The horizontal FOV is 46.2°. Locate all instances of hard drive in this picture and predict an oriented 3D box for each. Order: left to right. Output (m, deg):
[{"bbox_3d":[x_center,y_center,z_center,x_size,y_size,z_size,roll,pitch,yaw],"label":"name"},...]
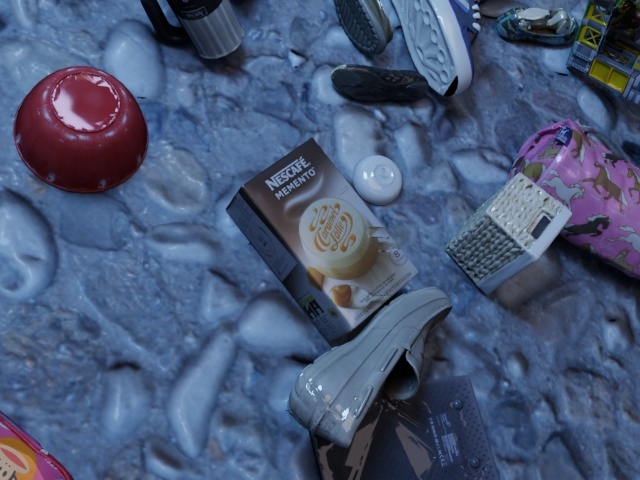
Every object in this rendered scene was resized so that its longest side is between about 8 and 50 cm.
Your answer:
[{"bbox_3d":[0.112,0.292,1.039,0.254,0.054,0.172,-10,76,-22],"label":"hard drive"}]

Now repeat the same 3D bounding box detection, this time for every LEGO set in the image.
[{"bbox_3d":[0.610,-0.394,1.334,0.192,0.255,0.331,38,48,26],"label":"LEGO set"}]

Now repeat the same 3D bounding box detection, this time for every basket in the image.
[{"bbox_3d":[0.278,-0.010,1.142,0.103,0.167,0.113,42,63,4],"label":"basket"}]

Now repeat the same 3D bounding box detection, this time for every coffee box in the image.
[{"bbox_3d":[0.000,0.000,1.070,0.141,0.098,0.246,-38,88,-26],"label":"coffee box"}]

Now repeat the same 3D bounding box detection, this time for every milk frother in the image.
[{"bbox_3d":[-0.182,-0.368,1.108,0.129,0.135,0.143,8,63,22],"label":"milk frother"}]

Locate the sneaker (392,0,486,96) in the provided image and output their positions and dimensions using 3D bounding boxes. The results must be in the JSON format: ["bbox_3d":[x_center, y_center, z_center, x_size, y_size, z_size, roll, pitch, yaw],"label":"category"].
[{"bbox_3d":[0.254,-0.410,1.280,0.236,0.130,0.323,-16,73,-20],"label":"sneaker"}]

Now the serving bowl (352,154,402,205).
[{"bbox_3d":[0.093,-0.099,1.177,0.083,0.027,0.083,7,70,-18],"label":"serving bowl"}]

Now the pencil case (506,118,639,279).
[{"bbox_3d":[0.503,-0.046,1.239,0.386,0.167,0.160,31,32,-8],"label":"pencil case"}]

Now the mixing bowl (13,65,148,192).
[{"bbox_3d":[-0.318,-0.164,1.011,0.181,0.098,0.182,6,72,-18],"label":"mixing bowl"}]

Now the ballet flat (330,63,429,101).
[{"bbox_3d":[0.095,-0.257,1.228,0.173,0.058,0.049,4,31,-20],"label":"ballet flat"}]

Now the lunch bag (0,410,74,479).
[{"bbox_3d":[-0.445,0.284,0.813,0.293,0.120,0.258,40,68,-2],"label":"lunch bag"}]

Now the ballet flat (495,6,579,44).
[{"bbox_3d":[0.412,-0.396,1.371,0.188,0.070,0.070,-8,76,-22],"label":"ballet flat"}]

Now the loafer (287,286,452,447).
[{"bbox_3d":[0.091,0.166,1.012,0.111,0.112,0.319,39,47,21],"label":"loafer"}]

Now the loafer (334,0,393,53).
[{"bbox_3d":[0.065,-0.426,1.238,0.087,0.094,0.251,-21,80,-20],"label":"loafer"}]
